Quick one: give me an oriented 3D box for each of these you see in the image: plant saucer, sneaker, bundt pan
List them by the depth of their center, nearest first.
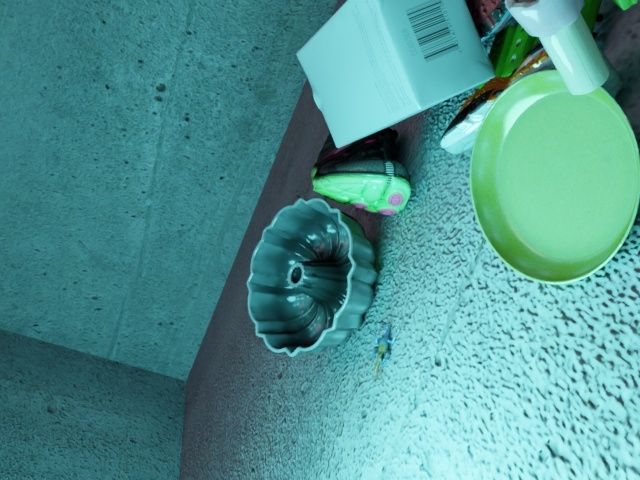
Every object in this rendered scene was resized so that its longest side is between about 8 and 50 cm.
[{"bbox_3d":[0.267,-0.071,0.746,0.241,0.037,0.241,21,114,58],"label":"plant saucer"},{"bbox_3d":[0.265,-0.160,0.844,0.099,0.121,0.262,-54,12,-31],"label":"sneaker"},{"bbox_3d":[0.318,-0.389,0.988,0.262,0.125,0.104,-35,64,57],"label":"sneaker"},{"bbox_3d":[-0.008,0.083,1.366,0.331,0.124,0.331,-18,64,43],"label":"bundt pan"},{"bbox_3d":[0.081,-0.184,1.429,0.483,0.185,0.202,-129,56,-72],"label":"sneaker"}]

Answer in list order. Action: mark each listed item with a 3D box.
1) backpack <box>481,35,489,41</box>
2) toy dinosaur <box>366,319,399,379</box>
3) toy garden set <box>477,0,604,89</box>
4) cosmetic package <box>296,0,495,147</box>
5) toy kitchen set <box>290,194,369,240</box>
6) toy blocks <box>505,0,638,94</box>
[{"bbox_3d":[0.243,-0.513,1.137,0.355,0.273,0.290,67,-157,-57],"label":"backpack"},{"bbox_3d":[0.105,0.184,1.154,0.082,0.047,0.090,-60,-12,-58],"label":"toy dinosaur"},{"bbox_3d":[0.315,-0.247,0.948,0.204,0.049,0.244,-71,16,-9],"label":"toy garden set"},{"bbox_3d":[0.110,-0.312,1.149,0.217,0.156,0.385,67,164,-8],"label":"cosmetic package"},{"bbox_3d":[0.000,0.000,1.509,0.207,0.166,0.122,-113,45,-69],"label":"toy kitchen set"},{"bbox_3d":[0.276,-0.363,0.640,0.288,0.260,0.309,-31,31,23],"label":"toy blocks"}]
